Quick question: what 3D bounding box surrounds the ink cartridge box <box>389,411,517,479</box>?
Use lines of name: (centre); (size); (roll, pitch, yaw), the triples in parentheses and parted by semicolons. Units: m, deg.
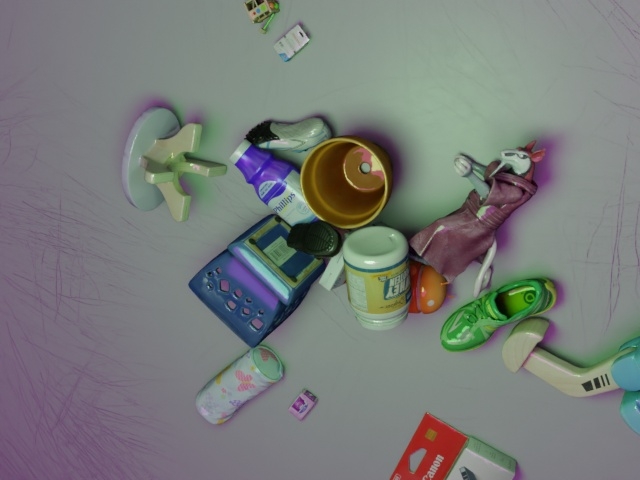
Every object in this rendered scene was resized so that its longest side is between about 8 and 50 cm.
ink cartridge box: (0.328, 0.635, 1.949); (0.261, 0.066, 0.296); (27, 114, 10)

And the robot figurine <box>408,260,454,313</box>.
robot figurine: (0.207, 0.110, 1.790); (0.219, 0.128, 0.158); (4, 109, 20)

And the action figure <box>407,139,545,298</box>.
action figure: (0.360, -0.058, 1.611); (0.276, 0.248, 0.370); (45, 120, 2)

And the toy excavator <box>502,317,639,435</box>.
toy excavator: (0.684, 0.305, 1.639); (0.445, 0.222, 0.433); (-37, 90, 36)

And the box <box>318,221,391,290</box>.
box: (0.085, 0.034, 1.780); (0.038, 0.186, 0.145); (38, 116, 21)

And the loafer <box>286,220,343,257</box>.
loafer: (0.000, 0.000, 1.718); (0.078, 0.220, 0.080); (23, 87, -26)

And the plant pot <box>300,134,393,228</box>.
plant pot: (0.081, -0.149, 1.723); (0.205, 0.188, 0.205); (6, 108, 19)

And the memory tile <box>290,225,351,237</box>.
memory tile: (-0.002, -0.019, 1.896); (0.148, 0.012, 0.113); (-33, 93, 26)

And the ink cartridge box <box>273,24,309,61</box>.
ink cartridge box: (-0.065, -0.468, 1.766); (0.083, 0.028, 0.048); (-35, 92, 27)

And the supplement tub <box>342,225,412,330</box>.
supplement tub: (0.128, 0.084, 1.648); (0.144, 0.144, 0.199); (5, 125, 20)

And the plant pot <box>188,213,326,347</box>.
plant pot: (-0.141, 0.084, 1.842); (0.236, 0.236, 0.212); (45, 127, 3)

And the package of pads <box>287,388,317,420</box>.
package of pads: (-0.050, 0.453, 2.057); (0.050, 0.032, 0.083); (38, 116, 5)

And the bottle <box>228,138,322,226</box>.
bottle: (-0.094, -0.130, 1.809); (0.283, 0.092, 0.118); (41, 129, -8)

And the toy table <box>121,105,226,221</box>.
toy table: (-0.380, -0.186, 1.882); (0.161, 0.252, 0.274); (25, 124, 31)

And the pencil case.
pencil case: (-0.227, 0.404, 2.066); (0.124, 0.113, 0.273); (44, 117, -8)

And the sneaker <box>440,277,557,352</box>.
sneaker: (0.395, 0.161, 1.725); (0.295, 0.123, 0.109); (-33, 61, 22)

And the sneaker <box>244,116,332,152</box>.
sneaker: (-0.082, -0.247, 1.821); (0.237, 0.085, 0.086); (0, 142, 30)

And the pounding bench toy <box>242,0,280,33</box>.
pounding bench toy: (-0.130, -0.537, 1.756); (0.065, 0.052, 0.083); (-22, 98, 26)
